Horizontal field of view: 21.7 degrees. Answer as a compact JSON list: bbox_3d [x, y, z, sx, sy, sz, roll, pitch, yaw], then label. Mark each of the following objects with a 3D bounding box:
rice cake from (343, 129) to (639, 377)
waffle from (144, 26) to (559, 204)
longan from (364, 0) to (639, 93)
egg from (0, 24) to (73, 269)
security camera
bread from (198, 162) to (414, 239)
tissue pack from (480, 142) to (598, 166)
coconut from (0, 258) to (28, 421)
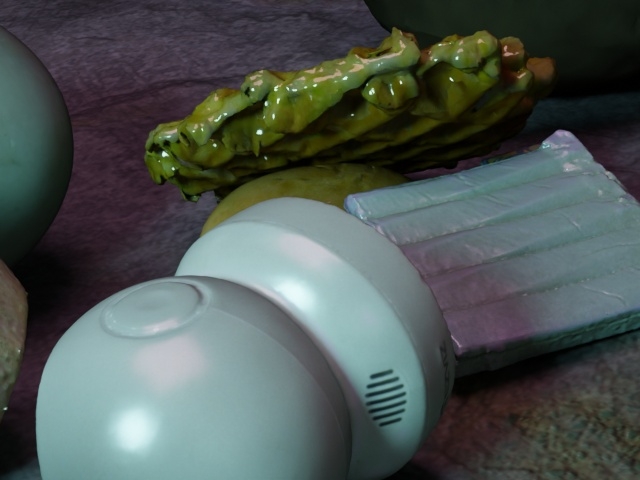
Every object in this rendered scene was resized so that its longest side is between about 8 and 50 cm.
[{"bbox_3d":[0.142,0.007,1.170,0.198,0.037,0.189,-20,53,-20],"label":"rice cake"},{"bbox_3d":[0.025,-0.086,1.287,0.324,0.068,0.302,-9,-10,3],"label":"waffle"},{"bbox_3d":[0.197,-0.330,1.502,0.435,0.404,0.404,10,33,25],"label":"longan"},{"bbox_3d":[-0.385,-0.067,1.336,0.388,0.276,0.276,-3,28,19],"label":"egg"},{"bbox_3d":[-0.055,0.104,0.970,0.194,0.195,0.236,9,35,35],"label":"security camera"},{"bbox_3d":[0.000,0.000,1.230,0.189,0.114,0.077,-14,-5,-11],"label":"bread"},{"bbox_3d":[0.178,-0.054,1.357,0.083,0.035,0.063,-16,26,-9],"label":"tissue pack"},{"bbox_3d":[-0.320,0.071,1.095,0.236,0.237,0.197,-3,61,16],"label":"coconut"}]
